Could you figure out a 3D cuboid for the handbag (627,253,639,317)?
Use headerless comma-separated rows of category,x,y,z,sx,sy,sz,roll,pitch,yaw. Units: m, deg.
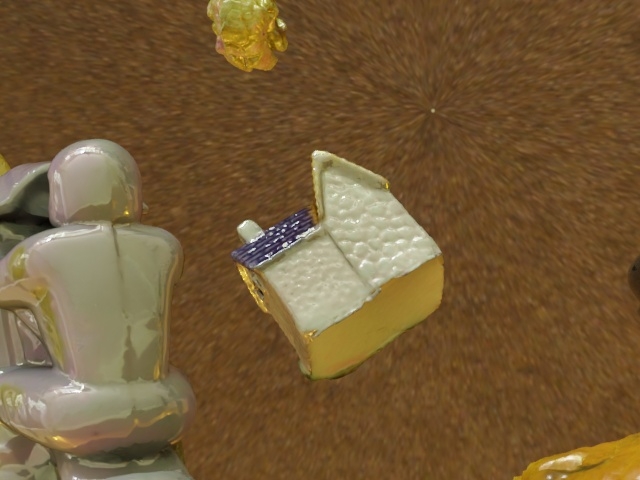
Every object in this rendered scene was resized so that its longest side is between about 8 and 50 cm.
handbag,0.320,-0.017,0.994,0.254,0.308,0.093,-38,81,11

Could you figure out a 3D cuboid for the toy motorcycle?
toy motorcycle,-0.082,0.042,0.512,0.073,0.225,0.152,-2,134,-27

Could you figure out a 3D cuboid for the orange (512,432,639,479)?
orange,0.101,0.113,0.441,0.135,0.135,0.117,-43,102,6

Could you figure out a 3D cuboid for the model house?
model house,0.005,0.015,0.901,0.101,0.088,0.100,-34,66,-14

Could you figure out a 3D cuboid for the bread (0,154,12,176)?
bread,-0.440,-0.121,1.272,0.233,0.361,0.245,-40,47,-20

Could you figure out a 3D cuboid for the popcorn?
popcorn,-0.083,-0.246,1.719,0.089,0.097,0.109,-5,98,-1
